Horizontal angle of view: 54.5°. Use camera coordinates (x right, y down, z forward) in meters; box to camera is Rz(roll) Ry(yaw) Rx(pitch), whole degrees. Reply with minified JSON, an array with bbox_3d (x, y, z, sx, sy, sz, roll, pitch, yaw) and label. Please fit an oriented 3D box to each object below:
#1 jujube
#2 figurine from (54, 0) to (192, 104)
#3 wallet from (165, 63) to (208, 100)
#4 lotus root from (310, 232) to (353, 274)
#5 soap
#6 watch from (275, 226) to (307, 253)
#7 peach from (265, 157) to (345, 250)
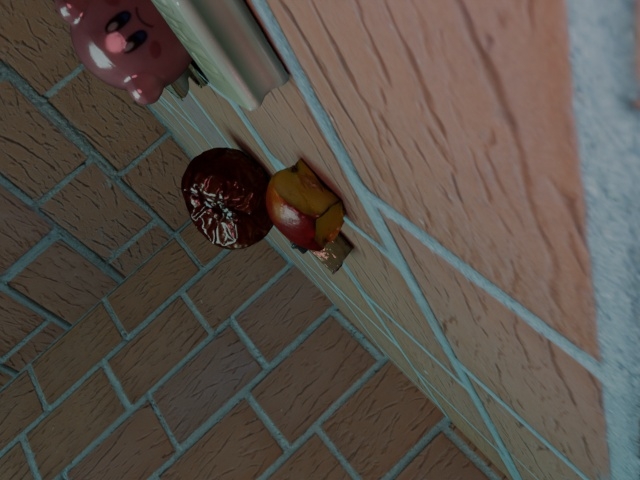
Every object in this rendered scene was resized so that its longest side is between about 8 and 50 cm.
[{"bbox_3d":[-0.215,-0.106,1.495,0.213,0.212,0.232,37,152,58],"label":"jujube"},{"bbox_3d":[-0.251,-0.281,0.833,0.173,0.173,0.173,47,174,7],"label":"figurine"},{"bbox_3d":[-0.319,-0.392,1.082,0.223,0.077,0.309,49,173,16],"label":"wallet"},{"bbox_3d":[0.003,-0.002,1.278,0.144,0.070,0.143,44,180,-8],"label":"lotus root"},{"bbox_3d":[-0.126,-0.246,0.673,0.119,0.066,0.198,39,169,44],"label":"soap"},{"bbox_3d":[-0.089,-0.041,1.670,0.193,0.068,0.206,47,178,-24],"label":"watch"},{"bbox_3d":[-0.028,-0.055,1.025,0.151,0.151,0.118,46,129,14],"label":"peach"}]
